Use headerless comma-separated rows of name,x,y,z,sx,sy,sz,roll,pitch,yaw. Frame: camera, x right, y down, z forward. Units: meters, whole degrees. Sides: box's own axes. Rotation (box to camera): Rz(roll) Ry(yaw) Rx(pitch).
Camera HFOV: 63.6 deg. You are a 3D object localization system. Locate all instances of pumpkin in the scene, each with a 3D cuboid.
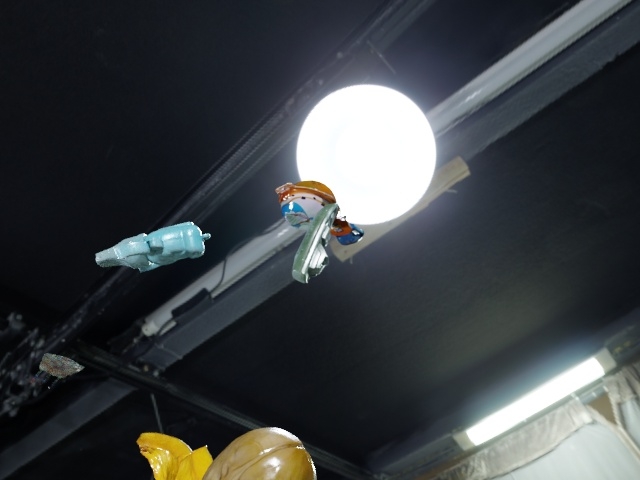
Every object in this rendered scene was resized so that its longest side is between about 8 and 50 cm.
pumpkin,-0.274,0.508,0.987,0.095,0.290,0.258,10,-27,-35

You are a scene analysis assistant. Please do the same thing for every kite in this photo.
kite,-0.868,0.432,1.680,0.127,0.016,0.229,33,-53,-24

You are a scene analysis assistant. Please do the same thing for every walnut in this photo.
walnut,-0.101,0.397,0.820,0.207,0.167,0.167,-46,-49,1

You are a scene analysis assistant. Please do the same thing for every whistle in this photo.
whistle,-0.406,0.019,1.264,0.274,0.093,0.186,-14,-13,-5

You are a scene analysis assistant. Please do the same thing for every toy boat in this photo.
toy boat,0.000,0.000,1.416,0.085,0.260,0.078,16,-32,13

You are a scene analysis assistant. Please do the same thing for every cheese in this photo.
cheese,0.000,-0.087,1.663,0.329,0.129,0.217,35,-33,-30
